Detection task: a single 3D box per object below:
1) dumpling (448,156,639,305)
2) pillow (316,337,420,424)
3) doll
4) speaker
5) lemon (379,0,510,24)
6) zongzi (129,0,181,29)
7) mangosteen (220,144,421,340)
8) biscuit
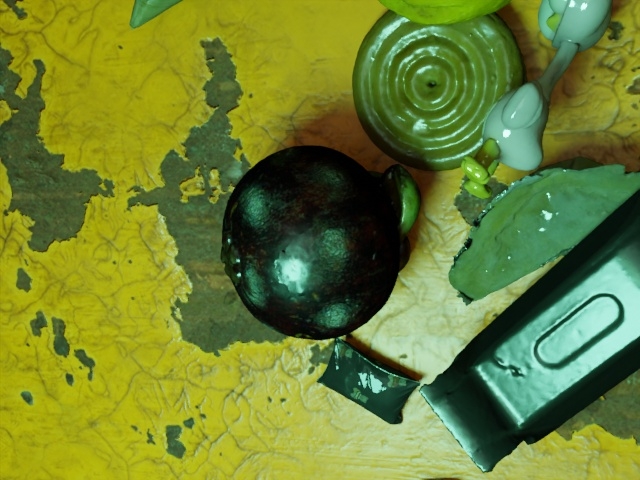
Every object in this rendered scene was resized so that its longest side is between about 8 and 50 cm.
[{"bbox_3d":[0.304,-0.044,1.212,0.332,0.086,0.166,-31,118,19],"label":"dumpling"},{"bbox_3d":[0.071,0.218,1.340,0.150,0.048,0.090,28,102,12],"label":"pillow"},{"bbox_3d":[0.292,-0.223,1.126,0.094,0.160,0.365,24,85,14],"label":"doll"},{"bbox_3d":[0.334,0.119,1.133,0.180,0.184,0.388,50,120,15],"label":"speaker"},{"bbox_3d":[0.163,-0.422,1.110,0.297,0.297,0.296,2,97,19],"label":"lemon"},{"bbox_3d":[-0.136,-0.412,1.313,0.290,0.154,0.317,28,124,11],"label":"zongzi"},{"bbox_3d":[0.000,0.000,1.238,0.288,0.288,0.287,2,97,19],"label":"mangosteen"},{"bbox_3d":[0.163,-0.226,1.252,0.262,0.037,0.261,3,98,26],"label":"biscuit"}]
